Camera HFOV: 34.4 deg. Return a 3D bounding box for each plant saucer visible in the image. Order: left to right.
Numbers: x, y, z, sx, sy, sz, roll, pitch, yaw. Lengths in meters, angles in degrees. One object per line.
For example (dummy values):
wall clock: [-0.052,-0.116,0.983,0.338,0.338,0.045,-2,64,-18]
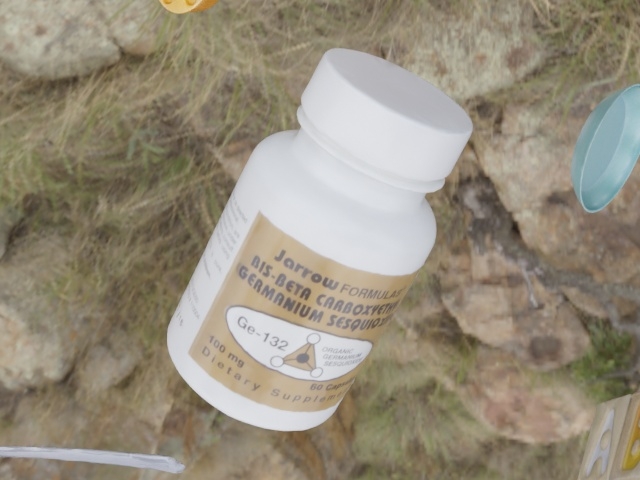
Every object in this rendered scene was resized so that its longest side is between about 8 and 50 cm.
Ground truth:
plant saucer: [0.251,-0.083,0.908,0.021,0.119,0.119,27,132,32]

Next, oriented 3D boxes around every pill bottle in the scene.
pill bottle: [0.000,0.000,0.671,0.131,0.131,0.229,25,115,-8]

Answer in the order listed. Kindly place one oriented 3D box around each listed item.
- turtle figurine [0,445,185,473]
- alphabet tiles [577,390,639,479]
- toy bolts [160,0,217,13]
turtle figurine: [-0.208,0.177,0.486,0.275,0.197,0.266,13,174,32]
alphabet tiles: [0.106,0.130,0.324,0.009,0.198,0.237,21,163,1]
toy bolts: [-0.139,-0.336,0.948,0.229,0.159,0.218,-6,86,44]
